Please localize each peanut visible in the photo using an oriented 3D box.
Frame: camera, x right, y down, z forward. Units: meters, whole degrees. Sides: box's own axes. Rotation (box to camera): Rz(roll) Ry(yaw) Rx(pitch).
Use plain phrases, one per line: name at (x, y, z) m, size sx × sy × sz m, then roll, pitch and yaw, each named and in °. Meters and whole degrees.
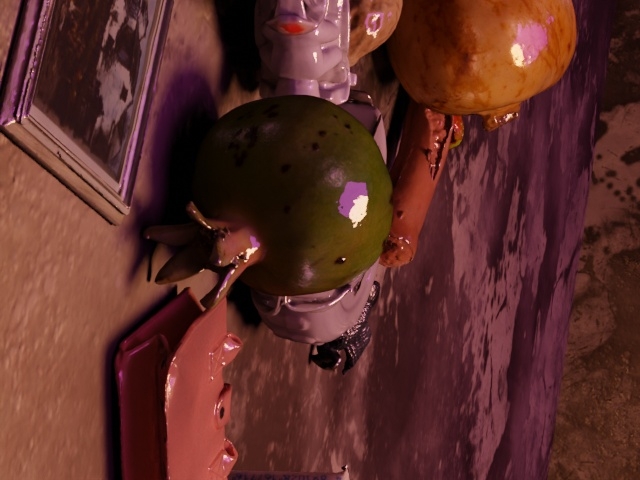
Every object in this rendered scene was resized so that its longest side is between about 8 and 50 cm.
peanut at (0.050, -0.287, 1.796) m, size 0.104 × 0.085 × 0.228 m, roll 29°, pitch 70°, yaw -62°

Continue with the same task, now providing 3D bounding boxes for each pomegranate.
pomegranate at (-0.046, -0.024, 1.455) m, size 0.224 × 0.181 × 0.181 m, roll -35°, pitch 134°, yaw -37°
pomegranate at (0.189, -0.247, 2.032) m, size 0.248 × 0.248 × 0.248 m, roll 7°, pitch 90°, yaw -73°

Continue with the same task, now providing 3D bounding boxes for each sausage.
sausage at (0.114, -0.093, 2.098) m, size 0.078 × 0.078 × 0.304 m, roll 75°, pitch 28°, yaw -51°

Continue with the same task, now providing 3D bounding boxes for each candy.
candy at (0.148, -0.210, 2.232) m, size 0.060 × 0.060 × 0.201 m, roll -56°, pitch 140°, yaw -57°

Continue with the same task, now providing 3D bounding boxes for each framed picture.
framed picture at (-0.153, -0.181, 1.271) m, size 0.232 × 0.019 × 0.296 m, roll 48°, pitch 51°, yaw -68°

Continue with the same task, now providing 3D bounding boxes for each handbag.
handbag at (-0.116, 0.162, 1.455) m, size 0.157 × 0.059 × 0.212 m, roll -45°, pitch 138°, yaw -64°

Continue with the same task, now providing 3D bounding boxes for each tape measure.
tape measure at (0.000, 0.000, 1.686) m, size 0.197 × 0.120 × 0.236 m, roll 74°, pitch 32°, yaw -56°

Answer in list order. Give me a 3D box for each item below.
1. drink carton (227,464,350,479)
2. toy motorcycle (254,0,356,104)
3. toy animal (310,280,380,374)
drink carton at (-0.037, 0.388, 1.590) m, size 0.194 × 0.132 × 0.325 m, roll 76°, pitch 15°, yaw -56°
toy motorcycle at (-0.015, -0.187, 1.553) m, size 0.260 × 0.110 × 0.171 m, roll 75°, pitch 17°, yaw -78°
toy animal at (0.027, 0.093, 1.900) m, size 0.220 × 0.062 × 0.108 m, roll 73°, pitch 27°, yaw -66°
